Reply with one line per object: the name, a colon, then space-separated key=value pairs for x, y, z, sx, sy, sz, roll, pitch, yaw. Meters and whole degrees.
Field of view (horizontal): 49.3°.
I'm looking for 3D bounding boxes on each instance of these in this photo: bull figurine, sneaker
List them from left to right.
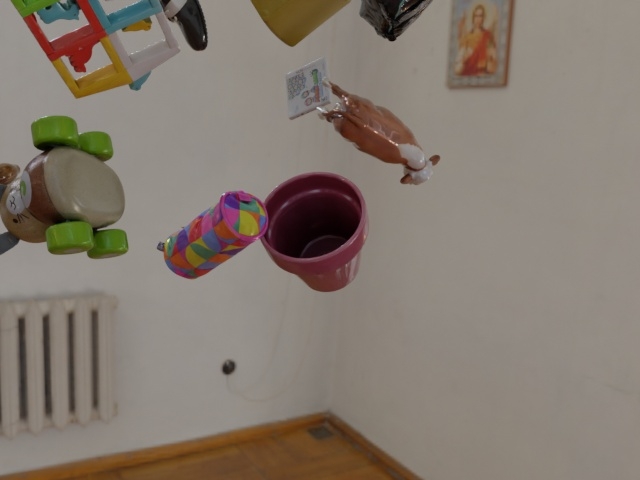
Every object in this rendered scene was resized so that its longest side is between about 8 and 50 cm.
sneaker: x=-0.385 y=-0.584 z=1.638 sx=0.146 sy=0.330 sz=0.122 roll=-34 pitch=21 yaw=-21
bull figurine: x=0.113 y=-0.217 z=1.420 sx=0.188 sy=0.101 sz=0.310 roll=42 pitch=8 yaw=40

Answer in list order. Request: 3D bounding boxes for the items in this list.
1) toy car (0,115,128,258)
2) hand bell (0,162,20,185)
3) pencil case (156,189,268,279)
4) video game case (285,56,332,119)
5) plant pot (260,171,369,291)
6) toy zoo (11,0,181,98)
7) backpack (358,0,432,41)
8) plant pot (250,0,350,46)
toy car: x=-0.351 y=-0.044 z=0.852 sx=0.188 sy=0.155 sz=0.149 roll=-13 pitch=-9 yaw=13
hand bell: x=-0.549 y=-0.088 z=1.122 sx=0.126 sy=0.126 sz=0.242 roll=3 pitch=17 yaw=4
pencil case: x=-0.190 y=-0.009 z=1.222 sx=0.104 sy=0.104 sz=0.236 roll=-7 pitch=-13 yaw=-43
video game case: x=-0.037 y=-0.445 z=2.044 sx=0.143 sy=0.157 sz=0.019 roll=-18 pitch=-26 yaw=27
plant pot: x=0.000 y=0.000 z=1.319 sx=0.201 sy=0.201 sz=0.180 roll=5 pitch=-30 yaw=17
toy zoo: x=-0.334 y=-0.330 z=1.070 sx=0.192 sy=0.030 sz=0.293 roll=-26 pitch=-29 yaw=-7
backpack: x=0.146 y=-0.465 z=1.202 sx=0.144 sy=0.188 sz=0.166 roll=47 pitch=-2 yaw=6
plant pot: x=-0.085 y=-0.636 z=1.742 sx=0.212 sy=0.212 sz=0.187 roll=-32 pitch=-1 yaw=24
